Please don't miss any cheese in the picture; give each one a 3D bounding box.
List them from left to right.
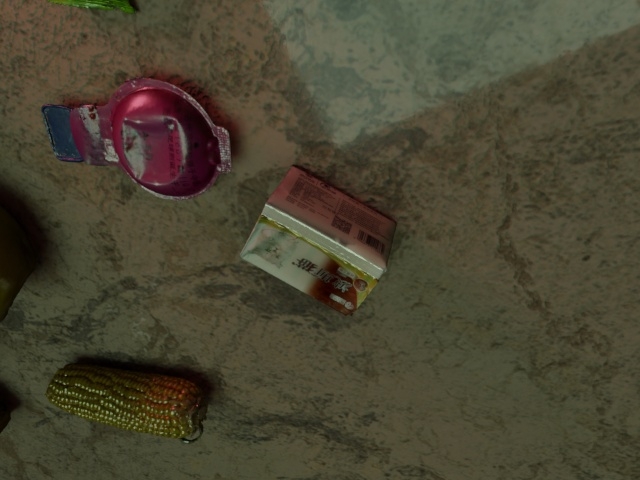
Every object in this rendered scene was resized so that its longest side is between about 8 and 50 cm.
[{"bbox_3d":[-0.220,-0.120,0.623,0.244,0.062,0.155,7,122,13],"label":"cheese"}]

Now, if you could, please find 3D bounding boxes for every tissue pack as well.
[{"bbox_3d":[0.000,0.000,0.611,0.149,0.106,0.099,29,124,-3],"label":"tissue pack"}]

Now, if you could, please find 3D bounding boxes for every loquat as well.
[{"bbox_3d":[-0.537,0.023,0.712,0.246,0.213,0.213,32,127,-33],"label":"loquat"}]

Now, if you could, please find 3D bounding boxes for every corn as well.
[{"bbox_3d":[-0.327,0.267,0.879,0.293,0.106,0.106,6,123,17],"label":"corn"}]

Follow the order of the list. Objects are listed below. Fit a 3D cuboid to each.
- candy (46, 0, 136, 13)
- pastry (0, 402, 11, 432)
[{"bbox_3d":[-0.243,-0.325,0.517,0.102,0.032,0.178,14,126,11],"label":"candy"},{"bbox_3d":[-0.698,0.372,0.992,0.189,0.188,0.103,-25,110,27],"label":"pastry"}]
